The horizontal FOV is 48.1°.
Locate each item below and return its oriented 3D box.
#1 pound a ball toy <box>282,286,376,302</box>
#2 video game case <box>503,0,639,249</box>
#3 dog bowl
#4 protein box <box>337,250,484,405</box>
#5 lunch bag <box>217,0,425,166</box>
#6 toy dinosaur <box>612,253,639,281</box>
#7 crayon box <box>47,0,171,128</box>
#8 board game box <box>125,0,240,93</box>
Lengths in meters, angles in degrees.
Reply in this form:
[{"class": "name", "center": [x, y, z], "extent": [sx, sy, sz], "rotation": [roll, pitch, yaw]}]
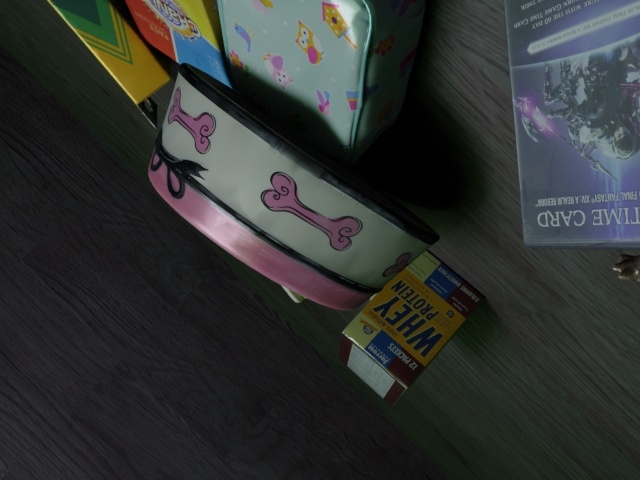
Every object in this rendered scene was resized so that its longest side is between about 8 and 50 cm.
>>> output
[{"class": "pound a ball toy", "center": [0.000, 0.000, 1.397], "extent": [0.208, 0.135, 0.319], "rotation": [-9, 130, 39]}, {"class": "video game case", "center": [0.183, -0.131, 0.443], "extent": [0.196, 0.026, 0.274], "rotation": [180, 83, -68]}, {"class": "dog bowl", "center": [-0.049, -0.063, 0.969], "extent": [0.408, 0.150, 0.408], "rotation": [33, -172, -5]}, {"class": "protein box", "center": [0.146, 0.152, 1.226], "extent": [0.136, 0.200, 0.201], "rotation": [40, 164, 13]}, {"class": "lunch bag", "center": [-0.011, -0.228, 0.763], "extent": [0.224, 0.108, 0.279], "rotation": [38, 155, 18]}, {"class": "toy dinosaur", "center": [0.308, -0.051, 0.468], "extent": [0.296, 0.127, 0.200], "rotation": [24, 149, 37]}, {"class": "crayon box", "center": [-0.365, -0.368, 1.273], "extent": [0.323, 0.083, 0.203], "rotation": [52, -176, -25]}, {"class": "board game box", "center": [-0.211, -0.368, 1.034], "extent": [0.242, 0.064, 0.316], "rotation": [37, 163, 24]}]
